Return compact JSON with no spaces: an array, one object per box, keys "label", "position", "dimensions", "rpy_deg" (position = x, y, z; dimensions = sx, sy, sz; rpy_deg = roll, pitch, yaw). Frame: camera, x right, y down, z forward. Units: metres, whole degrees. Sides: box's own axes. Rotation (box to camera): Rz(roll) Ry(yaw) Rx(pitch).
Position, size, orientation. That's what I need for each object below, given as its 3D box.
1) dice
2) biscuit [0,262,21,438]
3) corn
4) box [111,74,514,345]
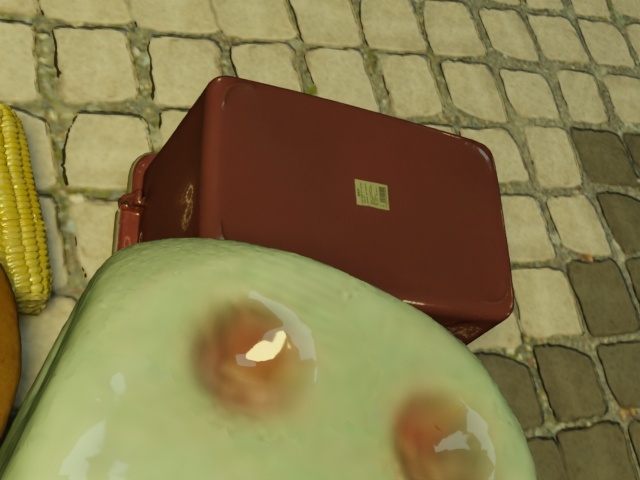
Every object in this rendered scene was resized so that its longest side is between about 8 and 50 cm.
[{"label":"dice","position":[-0.057,0.174,0.489],"dimensions":[0.268,0.264,0.262],"rpy_deg":[26,56,-14]},{"label":"biscuit","position":[-0.311,0.071,0.511],"dimensions":[0.262,0.037,0.262],"rpy_deg":[5,68,-13]},{"label":"corn","position":[-0.241,-0.022,0.616],"dimensions":[0.085,0.063,0.165],"rpy_deg":[-6,70,-46]},{"label":"box","position":[0.000,0.000,0.672],"dimensions":[0.294,0.167,0.193],"rpy_deg":[11,59,-24]}]
